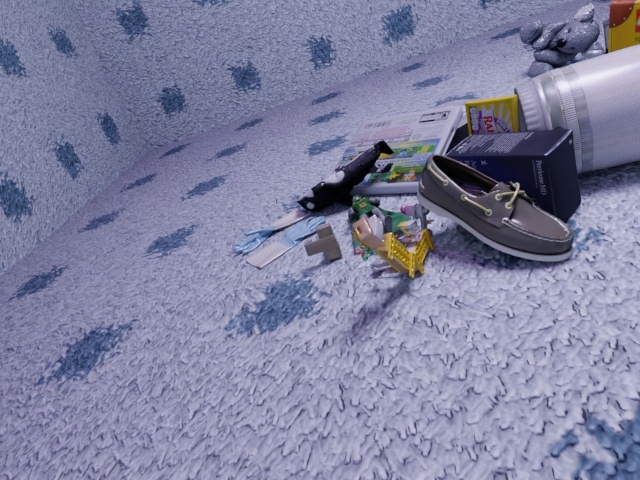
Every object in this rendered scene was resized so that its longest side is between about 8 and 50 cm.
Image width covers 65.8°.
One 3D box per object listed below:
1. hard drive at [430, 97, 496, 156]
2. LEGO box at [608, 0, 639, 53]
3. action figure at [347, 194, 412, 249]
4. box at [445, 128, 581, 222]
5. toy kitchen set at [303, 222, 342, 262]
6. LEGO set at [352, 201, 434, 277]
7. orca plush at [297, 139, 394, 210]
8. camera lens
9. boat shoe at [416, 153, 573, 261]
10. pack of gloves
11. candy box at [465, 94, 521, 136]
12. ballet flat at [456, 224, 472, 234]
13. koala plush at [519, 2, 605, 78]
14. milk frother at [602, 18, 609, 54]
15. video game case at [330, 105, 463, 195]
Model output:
[{"bbox_3d":[0.368,-0.339,1.500,0.339,0.064,0.237,-32,27,-23],"label":"hard drive"},{"bbox_3d":[0.992,-0.509,1.106,0.373,0.193,0.500,-35,36,-22],"label":"LEGO box"},{"bbox_3d":[0.111,-0.062,1.155,0.137,0.063,0.232,-25,21,-1],"label":"action figure"},{"bbox_3d":[0.369,-0.120,0.950,0.108,0.153,0.207,-38,29,-31],"label":"box"},{"bbox_3d":[0.000,0.000,1.083,0.068,0.083,0.075,-19,25,4],"label":"toy kitchen set"},{"bbox_3d":[0.119,0.011,0.911,0.107,0.132,0.287,-11,4,34],"label":"LEGO set"},{"bbox_3d":[0.076,-0.145,1.304,0.287,0.102,0.151,-34,5,11],"label":"orca plush"},{"bbox_3d":[0.551,-0.250,0.986,0.275,0.219,0.219,-13,26,19],"label":"camera lens"},{"bbox_3d":[0.302,-0.064,0.875,0.109,0.091,0.305,-27,44,-33],"label":"boat shoe"},{"bbox_3d":[-0.111,-0.026,1.273,0.232,0.046,0.195,-33,26,-23],"label":"pack of gloves"},{"bbox_3d":[0.368,-0.194,1.034,0.105,0.205,0.027,4,27,43],"label":"candy box"},{"bbox_3d":[0.303,-0.028,0.952,0.041,0.041,0.114,-30,26,-17],"label":"ballet flat"},{"bbox_3d":[0.811,-0.657,1.610,0.204,0.196,0.221,-22,10,-17],"label":"koala plush"},{"bbox_3d":[0.930,-0.635,1.558,0.129,0.134,0.143,-27,25,-13],"label":"milk frother"},{"bbox_3d":[0.197,-0.244,1.373,0.329,0.036,0.299,2,52,41],"label":"video game case"}]
